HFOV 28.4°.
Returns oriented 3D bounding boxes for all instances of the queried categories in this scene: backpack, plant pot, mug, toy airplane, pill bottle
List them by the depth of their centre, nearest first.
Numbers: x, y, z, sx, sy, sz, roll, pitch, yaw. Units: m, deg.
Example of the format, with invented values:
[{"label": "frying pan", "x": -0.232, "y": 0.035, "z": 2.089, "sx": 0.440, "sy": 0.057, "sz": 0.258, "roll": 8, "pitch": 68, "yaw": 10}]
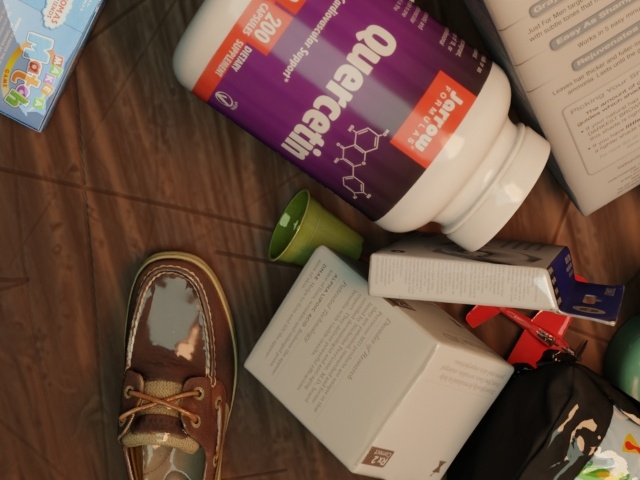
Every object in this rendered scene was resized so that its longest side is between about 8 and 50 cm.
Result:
[{"label": "pill bottle", "x": 0.041, "y": -0.131, "z": 1.135, "sx": 0.323, "sy": 0.181, "sz": 0.181, "roll": 35, "pitch": 99, "yaw": -6}, {"label": "backpack", "x": 0.317, "y": 0.292, "z": 1.239, "sx": 0.355, "sy": 0.290, "sz": 0.273, "roll": 22, "pitch": 74, "yaw": -8}, {"label": "plant pot", "x": 0.000, "y": 0.000, "z": 1.314, "sx": 0.079, "sy": 0.083, "sz": 0.083, "roll": 26, "pitch": 100, "yaw": -17}, {"label": "mug", "x": 0.373, "y": 0.129, "z": 1.320, "sx": 0.129, "sy": 0.097, "sz": 0.158, "roll": 10, "pitch": 101, "yaw": -1}, {"label": "toy airplane", "x": 0.219, "y": 0.086, "z": 1.349, "sx": 0.151, "sy": 0.028, "sz": 0.151, "roll": 0, "pitch": 99, "yaw": -1}]

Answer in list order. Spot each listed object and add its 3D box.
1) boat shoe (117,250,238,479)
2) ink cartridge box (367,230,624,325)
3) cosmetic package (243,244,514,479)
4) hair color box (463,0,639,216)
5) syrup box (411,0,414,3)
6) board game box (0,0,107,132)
[{"label": "boat shoe", "x": -0.153, "y": 0.186, "z": 1.320, "sx": 0.123, "sy": 0.123, "sz": 0.342, "roll": 4, "pitch": 101, "yaw": -1}, {"label": "ink cartridge box", "x": 0.177, "y": 0.030, "z": 1.216, "sx": 0.223, "sy": 0.223, "sz": 0.045, "roll": 6, "pitch": 97, "yaw": 14}, {"label": "cosmetic package", "x": 0.057, "y": 0.125, "z": 1.254, "sx": 0.183, "sy": 0.151, "sz": 0.151, "roll": 39, "pitch": 101, "yaw": 38}, {"label": "hair color box", "x": 0.247, "y": -0.199, "z": 1.145, "sx": 0.185, "sy": 0.114, "sz": 0.374, "roll": -32, "pitch": 141, "yaw": 5}, {"label": "syrup box", "x": 0.039, "y": -0.191, "z": 1.265, "sx": 0.096, "sy": 0.093, "sz": 0.237, "roll": 6, "pitch": 101, "yaw": -1}, {"label": "board game box", "x": -0.344, "y": -0.229, "z": 1.287, "sx": 0.211, "sy": 0.039, "sz": 0.160, "roll": 27, "pitch": 100, "yaw": -4}]
